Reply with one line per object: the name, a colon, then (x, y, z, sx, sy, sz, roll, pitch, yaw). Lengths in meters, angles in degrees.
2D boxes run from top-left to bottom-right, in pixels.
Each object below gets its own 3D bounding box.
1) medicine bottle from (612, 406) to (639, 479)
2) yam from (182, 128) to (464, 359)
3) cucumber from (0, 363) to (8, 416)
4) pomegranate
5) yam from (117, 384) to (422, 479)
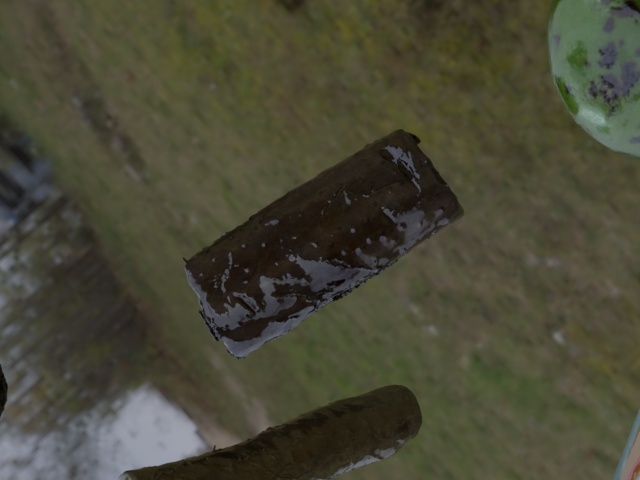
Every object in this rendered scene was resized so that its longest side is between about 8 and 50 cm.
medicine bottle: (0.255, 0.181, 0.989, 0.158, 0.318, 0.158, 13, -159, -5)
yam: (0.000, -0.001, 1.596, 0.131, 0.279, 0.131, 57, 179, 1)
cucumber: (-0.342, 0.212, 1.389, 0.067, 0.245, 0.067, 18, 144, 14)
pomegranate: (0.310, -0.174, 1.339, 0.263, 0.211, 0.211, -18, 122, 43)
yam: (-0.046, 0.207, 1.481, 0.356, 0.081, 0.081, -12, -132, -42)
